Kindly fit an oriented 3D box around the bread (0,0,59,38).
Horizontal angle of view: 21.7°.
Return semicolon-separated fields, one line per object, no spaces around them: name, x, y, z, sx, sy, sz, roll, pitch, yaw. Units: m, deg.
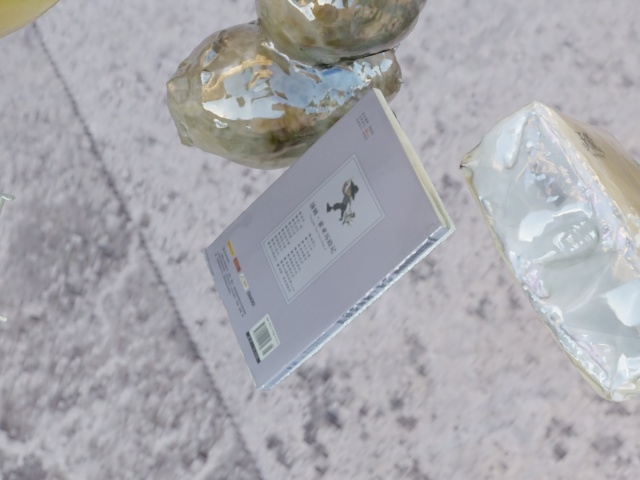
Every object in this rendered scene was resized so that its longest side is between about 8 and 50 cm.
bread;-0.170;-0.120;0.565;0.173;0.085;0.134;6;36;-47

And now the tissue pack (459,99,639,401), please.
tissue pack;0.186;0.008;1.077;0.186;0.090;0.222;58;16;14

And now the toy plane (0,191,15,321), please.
toy plane;-0.351;0.062;1.597;0.092;0.244;0.229;24;80;-17

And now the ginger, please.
ginger;-0.011;-0.207;1.565;0.245;0.304;0.155;2;36;-25

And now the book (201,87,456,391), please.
book;0.000;0.000;1.103;0.014;0.182;0.127;19;37;-46
